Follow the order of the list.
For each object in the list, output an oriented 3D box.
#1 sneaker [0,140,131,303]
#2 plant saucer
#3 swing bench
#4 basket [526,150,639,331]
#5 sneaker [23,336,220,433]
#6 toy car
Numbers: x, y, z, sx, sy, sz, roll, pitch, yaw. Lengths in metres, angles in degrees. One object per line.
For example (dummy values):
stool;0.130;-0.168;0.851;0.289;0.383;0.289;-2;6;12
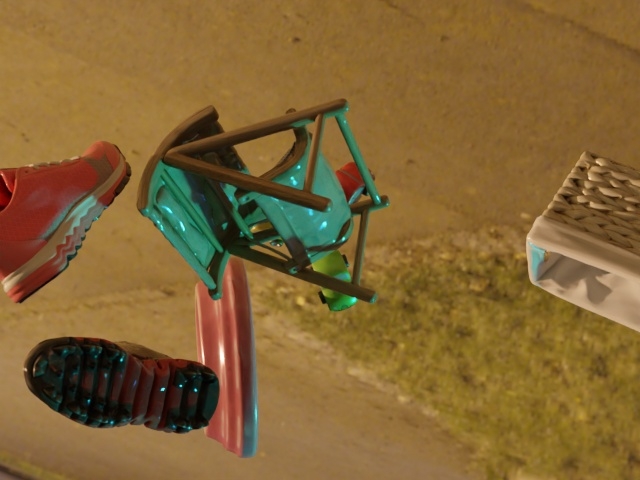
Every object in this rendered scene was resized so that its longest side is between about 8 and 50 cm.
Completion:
sneaker;-0.351;-0.063;1.316;0.116;0.314;0.136;-32;112;30
plant saucer;-0.160;0.195;1.686;0.084;0.332;0.332;-3;157;-8
swing bench;-0.066;-0.045;1.320;0.254;0.165;0.253;0;152;18
basket;0.274;0.008;0.869;0.167;0.103;0.113;23;163;23
sneaker;-0.248;0.165;1.186;0.135;0.098;0.276;8;172;38
toy car;0.000;0.000;1.572;0.239;0.225;0.053;-22;159;-1
